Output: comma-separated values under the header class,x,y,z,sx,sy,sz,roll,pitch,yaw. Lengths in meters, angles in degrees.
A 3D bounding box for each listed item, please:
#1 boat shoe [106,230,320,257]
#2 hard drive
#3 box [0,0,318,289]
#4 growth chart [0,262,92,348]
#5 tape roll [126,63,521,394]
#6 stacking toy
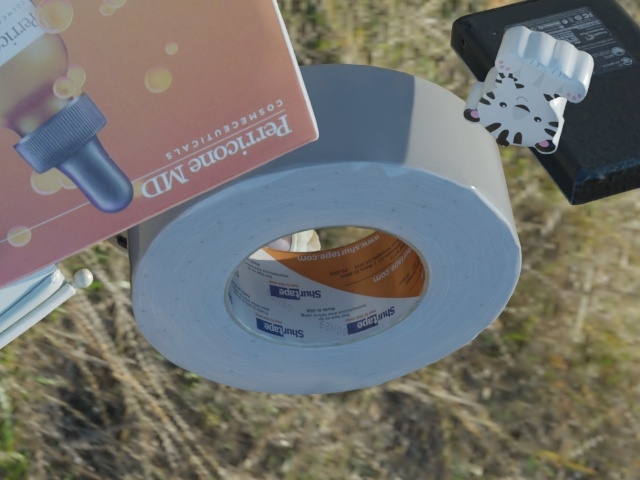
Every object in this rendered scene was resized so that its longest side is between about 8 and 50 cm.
class,x,y,z,sx,sy,sz,roll,pitch,yaw
boat shoe,-0.111,-0.028,1.269,0.103,0.285,0.092,-54,129,-6
hard drive,0.139,-0.079,0.866,0.094,0.135,0.022,-15,137,-18
box,-0.094,-0.093,0.555,0.130,0.091,0.170,-26,124,-9
growth chart,-0.267,-0.012,1.284,0.172,0.021,0.237,-32,128,-13
tape roll,0.000,0.000,0.950,0.219,0.219,0.072,24,43,-35
stacking toy,0.029,-0.145,0.696,0.221,0.052,0.167,23,53,-2
